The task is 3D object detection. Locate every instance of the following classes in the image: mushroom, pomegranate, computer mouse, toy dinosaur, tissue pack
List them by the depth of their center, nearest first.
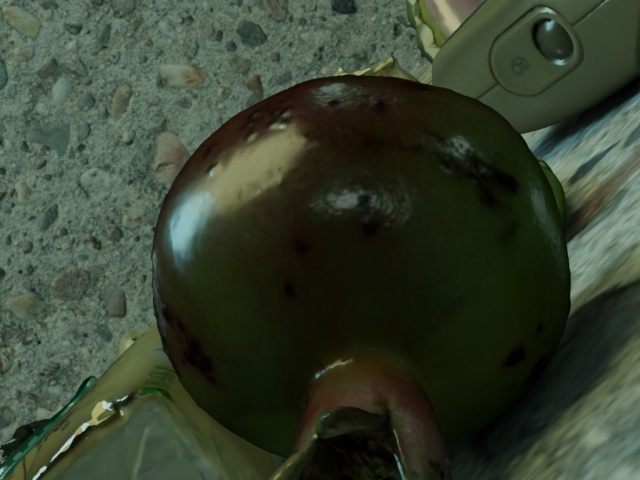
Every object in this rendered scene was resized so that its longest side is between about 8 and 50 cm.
[{"bbox_3d":[0.004,0.024,0.414,0.129,0.129,0.159,-40,15,50],"label":"pomegranate"},{"bbox_3d":[-0.093,0.122,0.589,0.186,0.090,0.222,-47,3,4],"label":"tissue pack"},{"bbox_3d":[0.151,-0.130,0.732,0.145,0.082,0.236,-47,6,-34],"label":"computer mouse"},{"bbox_3d":[-0.225,0.153,1.748,0.083,0.067,0.083,-170,90,-76],"label":"mushroom"},{"bbox_3d":[-0.367,0.272,1.808,0.187,0.087,0.179,-42,6,17],"label":"toy dinosaur"}]

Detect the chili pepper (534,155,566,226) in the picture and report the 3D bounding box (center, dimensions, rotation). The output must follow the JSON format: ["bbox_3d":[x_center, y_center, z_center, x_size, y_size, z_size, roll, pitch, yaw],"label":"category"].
[{"bbox_3d":[0.076,-0.017,0.642,0.052,0.050,0.201,-8,-2,-6],"label":"chili pepper"}]

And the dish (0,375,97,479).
[{"bbox_3d":[-0.256,0.230,1.193,0.246,0.078,0.224,-47,5,-12],"label":"dish"}]

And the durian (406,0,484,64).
[{"bbox_3d":[0.156,-0.205,1.012,0.305,0.185,0.195,-21,50,49],"label":"durian"}]

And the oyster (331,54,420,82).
[{"bbox_3d":[-0.033,0.011,1.057,0.271,0.100,0.275,-43,17,56],"label":"oyster"}]
